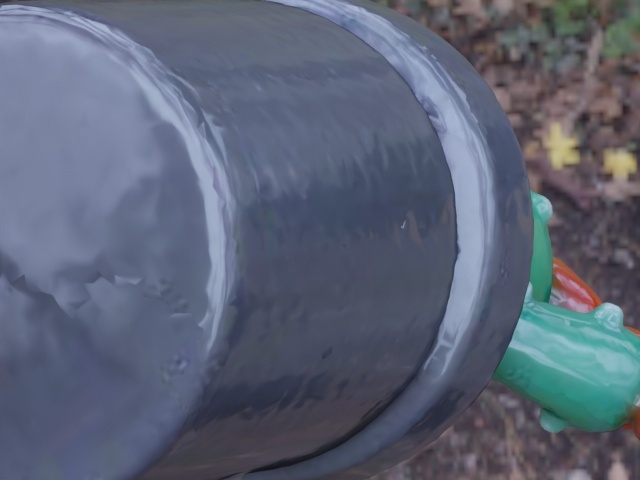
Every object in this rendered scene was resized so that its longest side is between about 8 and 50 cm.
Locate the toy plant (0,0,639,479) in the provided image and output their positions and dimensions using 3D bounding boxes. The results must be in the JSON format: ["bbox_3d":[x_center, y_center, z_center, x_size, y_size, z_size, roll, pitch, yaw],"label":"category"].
[{"bbox_3d":[-0.012,0.000,0.689,0.280,0.185,0.400,-4,-1,26],"label":"toy plant"}]
